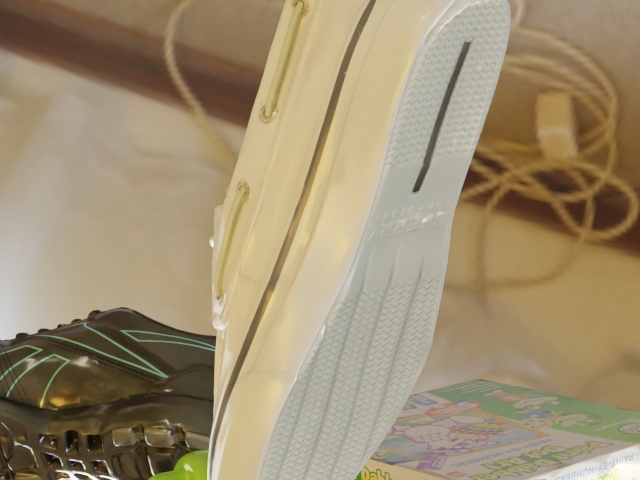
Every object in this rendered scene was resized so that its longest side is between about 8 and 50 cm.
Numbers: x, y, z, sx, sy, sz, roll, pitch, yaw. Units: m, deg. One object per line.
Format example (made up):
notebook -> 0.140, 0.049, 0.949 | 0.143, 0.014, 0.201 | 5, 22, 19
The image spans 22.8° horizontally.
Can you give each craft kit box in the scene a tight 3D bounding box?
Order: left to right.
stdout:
craft kit box -> 0.129, 0.171, 1.254 | 0.250, 0.061, 0.247 | -9, -167, -40

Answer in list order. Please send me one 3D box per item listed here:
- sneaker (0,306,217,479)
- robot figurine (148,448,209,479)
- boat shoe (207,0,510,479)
sneaker -> -0.160, 0.100, 1.007 | 0.267, 0.106, 0.101 | 6, 137, 11
robot figurine -> -0.032, 0.137, 0.804 | 0.115, 0.101, 0.067 | -3, 129, -23
boat shoe -> 0.000, 0.000, 0.572 | 0.076, 0.226, 0.083 | 34, -159, 34
